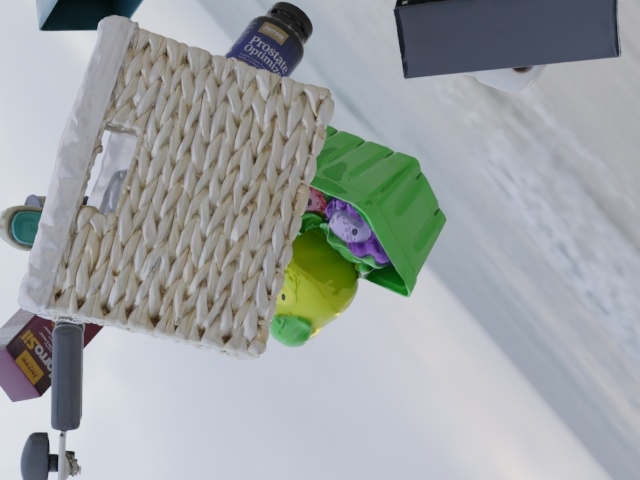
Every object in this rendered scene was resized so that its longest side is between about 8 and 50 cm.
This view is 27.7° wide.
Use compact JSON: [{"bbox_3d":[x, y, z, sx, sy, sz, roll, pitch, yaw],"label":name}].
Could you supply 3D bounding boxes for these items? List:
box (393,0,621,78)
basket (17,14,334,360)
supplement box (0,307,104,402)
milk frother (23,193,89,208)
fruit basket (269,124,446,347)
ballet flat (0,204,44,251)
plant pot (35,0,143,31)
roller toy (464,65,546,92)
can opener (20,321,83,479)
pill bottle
[{"bbox_3d":[0.231,-0.292,1.602,0.184,0.261,0.103,-74,-23,-59],"label":"box"},{"bbox_3d":[-0.158,-0.037,1.487,0.267,0.328,0.331,16,174,-4],"label":"basket"},{"bbox_3d":[-0.446,0.158,2.080,0.104,0.081,0.188,59,-138,-21],"label":"supplement box"},{"bbox_3d":[-0.542,-0.065,2.788,0.135,0.143,0.129,0,-138,-42],"label":"milk frother"},{"bbox_3d":[0.000,0.000,2.376,0.283,0.392,0.392,60,176,-38],"label":"fruit basket"},{"bbox_3d":[-0.359,-0.005,1.893,0.248,0.086,0.086,14,-155,-36],"label":"ballet flat"},{"bbox_3d":[-0.436,-0.526,2.376,0.166,0.166,0.234,-34,66,57],"label":"plant pot"},{"bbox_3d":[0.295,-0.352,2.131,0.146,0.191,0.209,18,154,-18],"label":"roller toy"},{"bbox_3d":[-0.401,0.259,1.966,0.093,0.280,0.074,6,-171,-10],"label":"can opener"},{"bbox_3d":[-0.107,-0.336,2.399,0.123,0.219,0.122,25,151,15],"label":"pill bottle"}]
